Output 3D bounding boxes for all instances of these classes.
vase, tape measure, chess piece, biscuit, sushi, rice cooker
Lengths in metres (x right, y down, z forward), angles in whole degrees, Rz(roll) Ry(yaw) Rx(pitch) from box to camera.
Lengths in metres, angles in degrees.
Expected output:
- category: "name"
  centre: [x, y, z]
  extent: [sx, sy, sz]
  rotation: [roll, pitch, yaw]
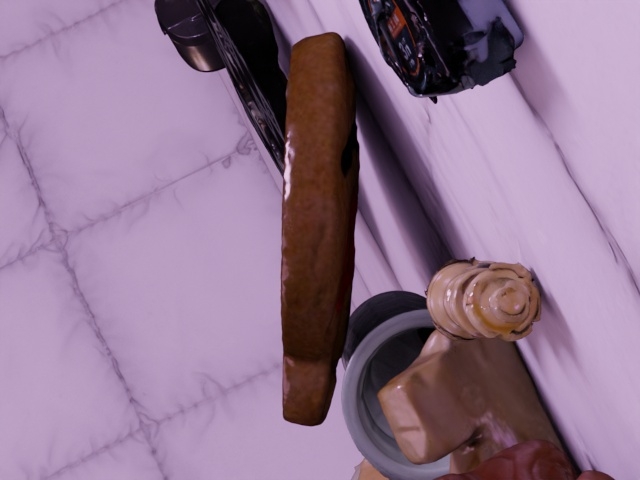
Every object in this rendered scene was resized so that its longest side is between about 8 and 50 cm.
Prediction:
- category: "vase"
  centre: [0.082, 0.115, 1.321]
  extent: [0.143, 0.143, 0.299]
  rotation: [64, 180, -4]
- category: "tape measure"
  centre: [0.051, -0.110, 0.695]
  extent: [0.091, 0.054, 0.094]
  rotation: [65, 170, -6]
- category: "chess piece"
  centre: [0.145, 0.201, 1.116]
  extent: [0.137, 0.137, 0.301]
  rotation: [-150, 36, -84]
- category: "biscuit"
  centre: [0.001, 0.000, 1.272]
  extent: [0.367, 0.063, 0.314]
  rotation: [91, 180, -75]
- category: "chess piece"
  centre: [0.108, 0.039, 0.974]
  extent: [0.060, 0.060, 0.172]
  rotation: [64, 174, 0]
- category: "sushi"
  centre: [-0.049, -0.166, 1.730]
  extent: [0.343, 0.064, 0.359]
  rotation: [60, 176, 39]
- category: "rice cooker"
  centre: [-0.155, -0.294, 1.982]
  extent: [0.106, 0.112, 0.165]
  rotation: [59, 180, -35]

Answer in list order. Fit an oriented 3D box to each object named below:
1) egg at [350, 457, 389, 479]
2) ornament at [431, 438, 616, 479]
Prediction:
- category: "egg"
  centre: [0.127, 0.311, 1.542]
  extent: [0.244, 0.201, 0.201]
  rotation: [38, 159, 48]
- category: "ornament"
  centre: [0.142, 0.244, 0.942]
  extent: [0.235, 0.221, 0.217]
  rotation: [23, 175, -6]
